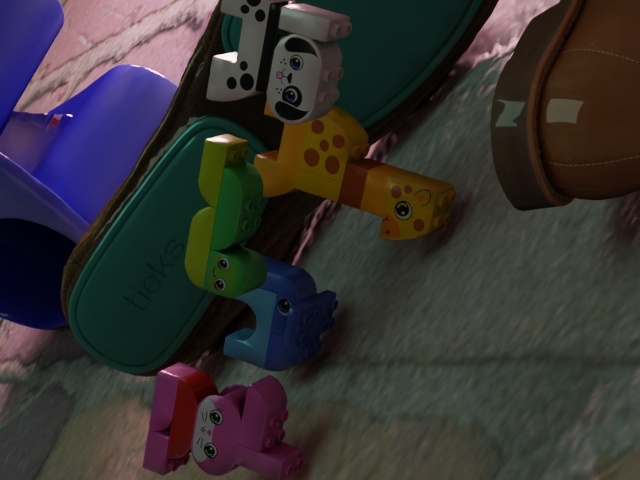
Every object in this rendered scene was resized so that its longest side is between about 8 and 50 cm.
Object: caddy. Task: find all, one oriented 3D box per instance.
[{"bbox_3d":[-0.234,-0.045,1.225,0.179,0.241,0.341,-60,18,-20],"label":"caddy"}]

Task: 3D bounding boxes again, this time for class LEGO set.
[{"bbox_3d":[0.000,0.000,0.799,0.087,0.093,0.227,-23,-53,-60],"label":"LEGO set"}]

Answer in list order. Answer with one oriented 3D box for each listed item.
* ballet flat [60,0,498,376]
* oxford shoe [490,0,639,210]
[{"bbox_3d":[-0.013,-0.072,0.954,0.342,0.116,0.124,-55,-1,20],"label":"ballet flat"},{"bbox_3d":[0.132,-0.094,0.679,0.076,0.076,0.212,-2,50,32],"label":"oxford shoe"}]
